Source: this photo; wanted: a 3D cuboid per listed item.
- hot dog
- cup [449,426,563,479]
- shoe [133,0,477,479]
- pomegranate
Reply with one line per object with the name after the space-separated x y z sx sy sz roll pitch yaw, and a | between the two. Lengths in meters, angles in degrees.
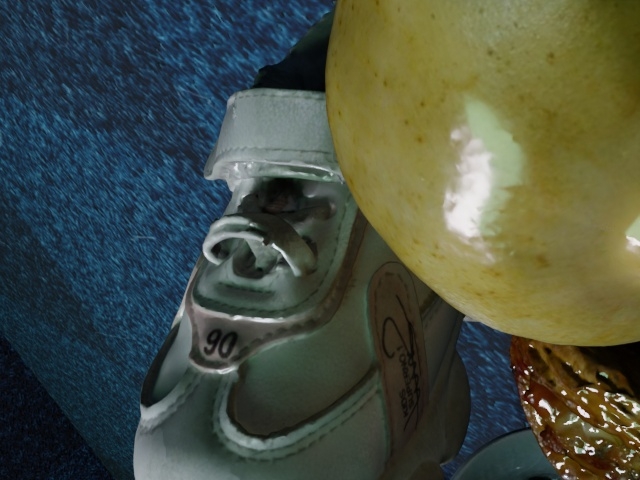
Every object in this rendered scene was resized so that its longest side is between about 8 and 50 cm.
0.222 0.123 0.722 0.227 0.099 0.160 33 153 29 | hot dog
0.208 0.273 0.916 0.199 0.199 0.150 32 171 26 | cup
-0.003 0.000 0.585 0.171 0.351 0.198 1 128 29 | shoe
0.112 -0.072 0.441 0.233 0.233 0.233 35 154 20 | pomegranate
